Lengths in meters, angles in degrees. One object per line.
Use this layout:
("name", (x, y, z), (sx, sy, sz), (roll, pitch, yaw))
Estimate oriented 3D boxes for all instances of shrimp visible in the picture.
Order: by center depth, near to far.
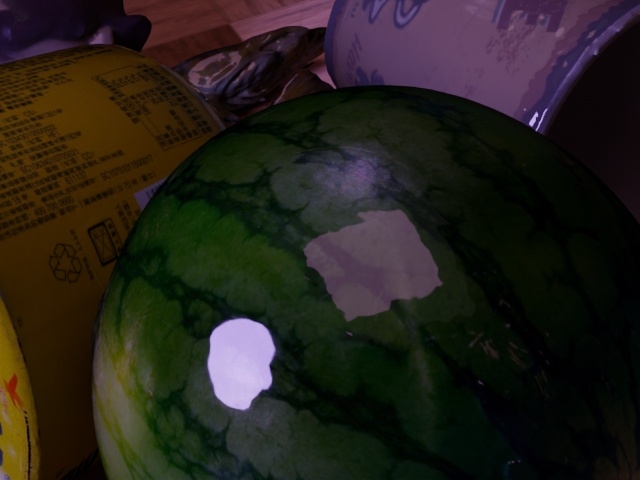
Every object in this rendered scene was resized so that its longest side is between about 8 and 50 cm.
("shrimp", (-0.060, -0.130, 1.688), (0.254, 0.059, 0.145), (-22, 38, -17))

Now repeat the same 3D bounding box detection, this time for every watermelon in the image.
("watermelon", (0.041, 0.083, 1.087), (0.363, 0.363, 0.363), (-7, 33, 5))

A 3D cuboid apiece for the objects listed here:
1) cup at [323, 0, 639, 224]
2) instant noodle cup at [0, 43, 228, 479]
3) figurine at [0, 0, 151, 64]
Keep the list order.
("cup", (0.163, -0.123, 1.474), (0.257, 0.227, 0.301), (36, 19, 37))
("instant noodle cup", (-0.205, 0.020, 1.295), (0.326, 0.325, 0.254), (20, 35, 37))
("figurine", (-0.238, -0.115, 1.634), (0.218, 0.206, 0.365), (-36, 55, 12))
